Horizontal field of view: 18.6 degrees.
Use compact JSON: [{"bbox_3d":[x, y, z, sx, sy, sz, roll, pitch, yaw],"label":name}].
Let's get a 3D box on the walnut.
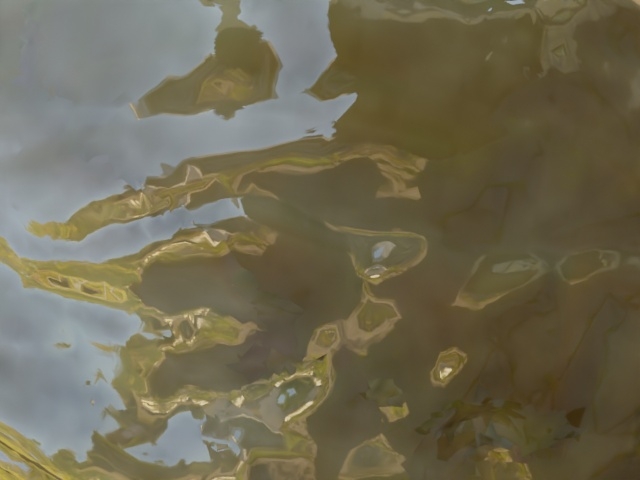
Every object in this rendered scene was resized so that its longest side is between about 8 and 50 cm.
[{"bbox_3d":[0.000,-0.002,0.614,0.277,0.313,0.252,132,139,-65],"label":"walnut"}]
